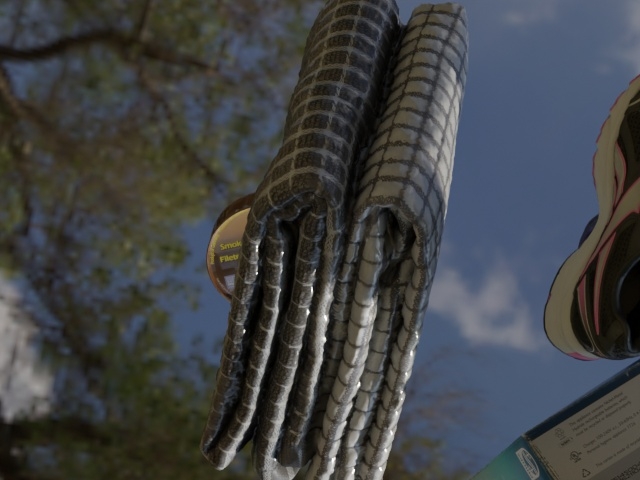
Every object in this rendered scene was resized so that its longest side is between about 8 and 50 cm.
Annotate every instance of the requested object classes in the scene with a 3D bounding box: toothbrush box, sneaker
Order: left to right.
[{"bbox_3d":[0.229,0.162,1.285,0.126,0.216,0.295,57,-14,12],"label":"toothbrush box"},{"bbox_3d":[0.192,-0.011,1.017,0.077,0.072,0.178,18,-88,67],"label":"sneaker"}]

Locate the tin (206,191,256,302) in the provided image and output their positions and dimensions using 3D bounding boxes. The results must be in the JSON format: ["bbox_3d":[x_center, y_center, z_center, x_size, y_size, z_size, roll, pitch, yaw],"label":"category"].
[{"bbox_3d":[0.000,0.000,1.491,0.040,0.189,0.106,-91,167,-57],"label":"tin"}]

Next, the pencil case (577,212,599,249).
[{"bbox_3d":[0.356,0.004,1.471,0.119,0.306,0.133,-153,-131,-67],"label":"pencil case"}]

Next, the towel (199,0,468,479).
[{"bbox_3d":[0.011,0.006,1.188,0.235,0.121,0.284,-77,179,-51],"label":"towel"}]
